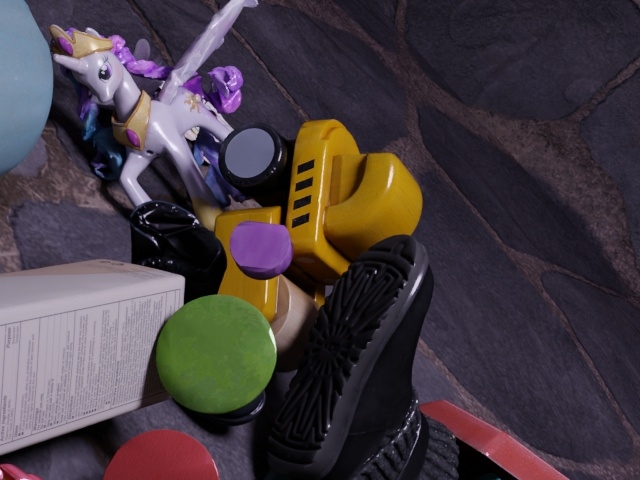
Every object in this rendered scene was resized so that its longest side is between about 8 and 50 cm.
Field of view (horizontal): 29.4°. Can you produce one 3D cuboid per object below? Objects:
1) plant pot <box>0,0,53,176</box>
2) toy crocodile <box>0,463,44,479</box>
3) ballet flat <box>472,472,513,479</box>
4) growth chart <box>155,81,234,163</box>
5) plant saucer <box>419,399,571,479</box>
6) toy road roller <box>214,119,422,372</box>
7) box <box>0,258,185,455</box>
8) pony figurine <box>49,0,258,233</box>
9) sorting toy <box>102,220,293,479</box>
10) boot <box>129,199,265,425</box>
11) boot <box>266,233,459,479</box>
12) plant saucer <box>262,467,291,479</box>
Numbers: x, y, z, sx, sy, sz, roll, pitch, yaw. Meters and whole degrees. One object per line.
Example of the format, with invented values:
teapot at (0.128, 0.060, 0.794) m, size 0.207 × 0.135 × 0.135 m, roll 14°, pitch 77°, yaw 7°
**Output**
plant pot at (-0.454, -0.163, 1.214) m, size 0.341 × 0.341 × 0.334 m, roll 47°, pitch 16°, yaw 4°
toy crocodile at (-0.259, 0.244, 1.053) m, size 0.340 × 0.105 × 0.115 m, roll 37°, pitch -14°, yaw -35°
ballet flat at (0.231, 0.417, 1.499) m, size 0.182 × 0.164 × 0.483 m, roll 57°, pitch 7°, yaw 4°
growth chart at (-0.199, -0.195, 2.018) m, size 0.237 × 0.021 × 0.172 m, roll 51°, pitch 25°, yaw 11°
plant saucer at (0.284, 0.326, 1.791) m, size 0.259 × 0.047 × 0.258 m, roll 38°, pitch -6°, yaw -19°
toy road roller at (0.000, 0.000, 1.610) m, size 0.202 × 0.241 × 0.329 m, roll 41°, pitch 51°, yaw -61°
box at (-0.275, 0.109, 1.218) m, size 0.121 × 0.148 × 0.311 m, roll 11°, pitch 8°, yaw 27°
pony figurine at (-0.211, -0.188, 1.741) m, size 0.363 × 0.303 × 0.351 m, roll 57°, pitch 30°, yaw -12°
sorting toy at (-0.112, 0.157, 1.315) m, size 0.127 × 0.365 × 0.126 m, roll 18°, pitch -16°, yaw 11°
boot at (-0.144, 0.088, 1.421) m, size 0.094 × 0.207 × 0.246 m, roll -36°, pitch 76°, yaw -30°
boot at (0.099, 0.192, 1.548) m, size 0.260 × 0.348 × 0.131 m, roll 33°, pitch -9°, yaw -35°
plant saucer at (-0.024, 0.285, 1.548) m, size 0.067 × 0.018 × 0.192 m, roll 44°, pitch 25°, yaw -3°
